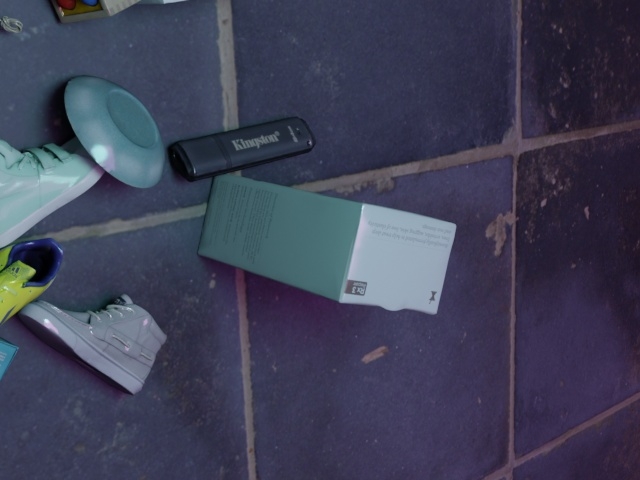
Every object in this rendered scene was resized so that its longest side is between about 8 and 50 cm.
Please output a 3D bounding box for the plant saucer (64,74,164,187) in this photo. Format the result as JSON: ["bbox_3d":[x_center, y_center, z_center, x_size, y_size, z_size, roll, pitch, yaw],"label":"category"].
[{"bbox_3d":[-0.287,-0.169,1.342,0.195,0.037,0.195,44,27,-31],"label":"plant saucer"}]

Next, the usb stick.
[{"bbox_3d":[-0.127,-0.158,1.551,0.278,0.045,0.077,-18,66,-39],"label":"usb stick"}]

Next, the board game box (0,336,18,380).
[{"bbox_3d":[-0.596,0.241,1.203,0.254,0.079,0.335,34,76,-40],"label":"board game box"}]

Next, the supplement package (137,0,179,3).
[{"bbox_3d":[-0.203,-0.494,1.352,0.204,0.145,0.261,-22,115,-36],"label":"supplement package"}]

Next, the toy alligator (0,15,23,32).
[{"bbox_3d":[-0.480,-0.336,1.210,0.190,0.056,0.051,25,42,-42],"label":"toy alligator"}]

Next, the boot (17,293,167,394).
[{"bbox_3d":[-0.343,0.130,1.412,0.258,0.095,0.123,50,59,-46],"label":"boot"}]

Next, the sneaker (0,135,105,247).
[{"bbox_3d":[-0.406,-0.119,1.285,0.256,0.094,0.151,-44,129,-24],"label":"sneaker"}]

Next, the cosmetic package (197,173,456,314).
[{"bbox_3d":[0.000,0.000,1.481,0.217,0.385,0.156,10,92,-43],"label":"cosmetic package"}]

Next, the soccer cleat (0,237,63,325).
[{"bbox_3d":[-0.438,0.074,1.205,0.093,0.121,0.289,52,25,-11],"label":"soccer cleat"}]

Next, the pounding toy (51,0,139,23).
[{"bbox_3d":[-0.348,-0.379,1.276,0.100,0.130,0.141,-45,126,-41],"label":"pounding toy"}]
